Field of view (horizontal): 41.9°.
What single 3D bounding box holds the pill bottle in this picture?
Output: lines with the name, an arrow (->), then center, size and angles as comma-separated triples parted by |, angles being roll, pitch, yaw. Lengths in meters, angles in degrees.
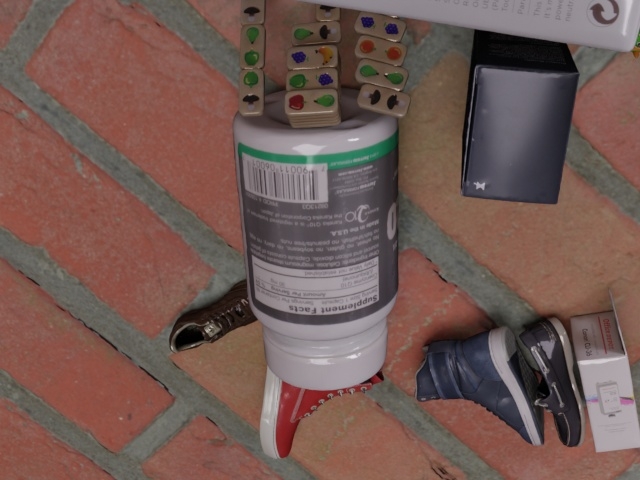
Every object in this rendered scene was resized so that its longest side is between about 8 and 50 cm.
pill bottle -> 0.000, 0.000, 1.089 | 0.204, 0.204, 0.360 | 2, 118, 9

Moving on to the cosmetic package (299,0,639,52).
cosmetic package -> 0.102, -0.330, 0.827 | 0.454, 0.230, 0.161 | 13, 125, 16

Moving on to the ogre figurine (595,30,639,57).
ogre figurine -> 0.363, -0.275, 0.940 | 0.197, 0.096, 0.118 | -9, 123, 21

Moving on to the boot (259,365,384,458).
boot -> 0.002, 0.244, 1.287 | 0.176, 0.088, 0.244 | 9, 115, 3

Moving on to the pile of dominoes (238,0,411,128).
pile of dominoes -> 0.001, -0.252, 0.957 | 0.196, 0.040, 0.251 | -3, 73, 6

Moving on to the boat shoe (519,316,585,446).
boat shoe -> 0.332, 0.212, 1.209 | 0.065, 0.075, 0.206 | -17, 107, -6

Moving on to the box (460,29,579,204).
box -> 0.223, -0.151, 0.968 | 0.108, 0.207, 0.153 | 6, 118, 7

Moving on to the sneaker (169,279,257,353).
sneaker -> -0.145, 0.122, 1.253 | 0.188, 0.071, 0.066 | -28, 109, 22

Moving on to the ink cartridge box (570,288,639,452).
ink cartridge box -> 0.393, 0.179, 1.165 | 0.067, 0.115, 0.198 | -11, 114, 15

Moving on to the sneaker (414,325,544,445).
sneaker -> 0.233, 0.225, 1.238 | 0.164, 0.086, 0.226 | -16, 121, 25
